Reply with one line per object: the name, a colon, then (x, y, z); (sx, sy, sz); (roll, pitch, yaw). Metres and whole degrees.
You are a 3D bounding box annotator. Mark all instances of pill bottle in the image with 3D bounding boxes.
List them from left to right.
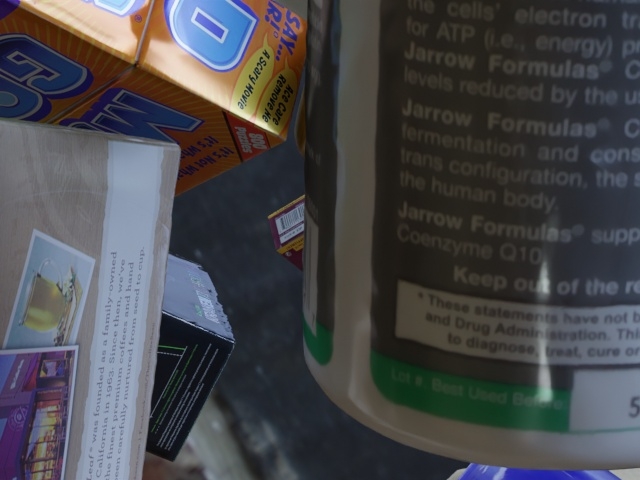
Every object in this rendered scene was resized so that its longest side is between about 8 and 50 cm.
pill bottle: (0.096, -0.109, 0.703); (0.204, 0.204, 0.361); (7, 111, 14)

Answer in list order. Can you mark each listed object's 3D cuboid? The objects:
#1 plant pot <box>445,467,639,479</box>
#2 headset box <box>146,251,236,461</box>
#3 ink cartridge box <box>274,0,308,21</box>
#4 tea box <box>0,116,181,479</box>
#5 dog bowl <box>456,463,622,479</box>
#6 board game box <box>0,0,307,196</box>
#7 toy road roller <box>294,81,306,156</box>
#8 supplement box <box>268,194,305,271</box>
plant pot: (0.233, 0.309, 1.403); (0.334, 0.334, 0.305); (-35, 59, -6)
headset box: (-0.246, 0.056, 1.647); (0.283, 0.246, 0.131); (25, 100, -16)
ink cartridge box: (0.001, -0.276, 1.041); (0.279, 0.385, 0.160); (32, 113, 15)
tea box: (-0.283, 0.083, 1.003); (0.324, 0.220, 0.329); (9, 93, 26)
dog bowl: (0.097, 0.246, 1.118); (0.104, 0.265, 0.265); (35, 76, 15)
board game box: (-0.238, -0.279, 1.867); (0.356, 0.356, 0.356); (-22, 48, 52)
toy road roller: (0.092, -0.183, 1.821); (0.241, 0.202, 0.329); (5, 39, -15)
supplement box: (0.000, 0.000, 1.573); (0.055, 0.083, 0.043); (-31, 48, 18)
